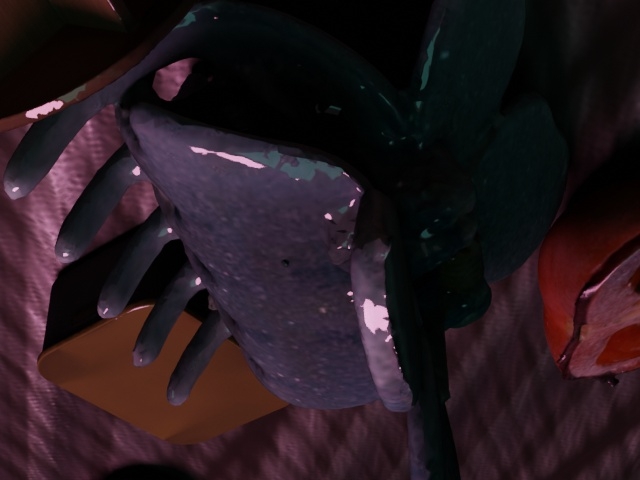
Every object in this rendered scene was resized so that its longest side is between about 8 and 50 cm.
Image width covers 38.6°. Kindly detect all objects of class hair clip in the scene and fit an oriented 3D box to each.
[{"bbox_3d":[0.000,0.000,0.572,0.238,0.392,0.318,7,147,22],"label":"hair clip"}]

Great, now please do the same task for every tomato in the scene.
[{"bbox_3d":[0.268,0.014,0.762,0.199,0.112,0.228,-15,144,-13],"label":"tomato"}]

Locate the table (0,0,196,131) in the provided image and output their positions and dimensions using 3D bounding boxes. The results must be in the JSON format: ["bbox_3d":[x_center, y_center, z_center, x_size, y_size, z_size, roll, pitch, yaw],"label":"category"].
[{"bbox_3d":[-0.175,-0.187,0.417,0.167,0.167,0.226,-20,130,13],"label":"table"}]

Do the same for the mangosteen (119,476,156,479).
[{"bbox_3d":[-0.225,0.326,1.044,0.140,0.140,0.140,-6,140,-5],"label":"mangosteen"}]

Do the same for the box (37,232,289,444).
[{"bbox_3d":[-0.127,0.085,0.784,0.144,0.090,0.201,-28,137,21],"label":"box"}]
